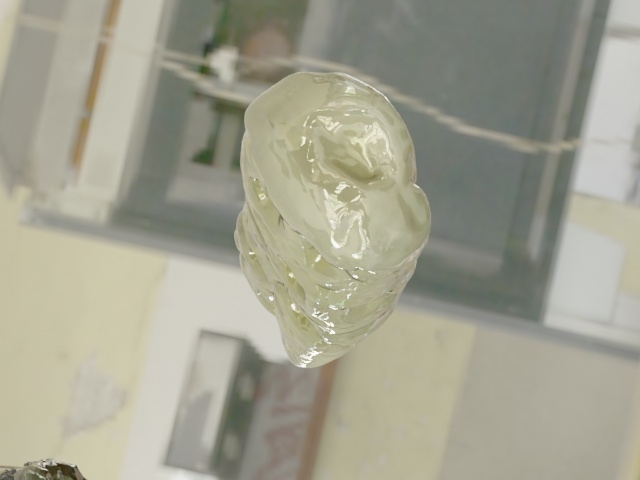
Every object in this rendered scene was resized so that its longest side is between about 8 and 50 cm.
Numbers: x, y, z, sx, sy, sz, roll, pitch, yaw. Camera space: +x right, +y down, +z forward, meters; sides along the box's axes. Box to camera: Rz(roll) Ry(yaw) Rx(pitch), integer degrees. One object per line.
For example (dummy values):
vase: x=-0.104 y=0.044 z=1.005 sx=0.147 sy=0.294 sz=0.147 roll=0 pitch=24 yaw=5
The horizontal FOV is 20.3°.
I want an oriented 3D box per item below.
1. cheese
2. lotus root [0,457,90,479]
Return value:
cheese: x=0.000 y=0.000 z=0.558 sx=0.194 sy=0.043 sz=0.065 roll=113 pitch=134 yaw=-78
lotus root: x=-0.120 y=0.143 z=0.524 sx=0.209 sy=0.120 sz=0.120 roll=-57 pitch=7 yaw=26
